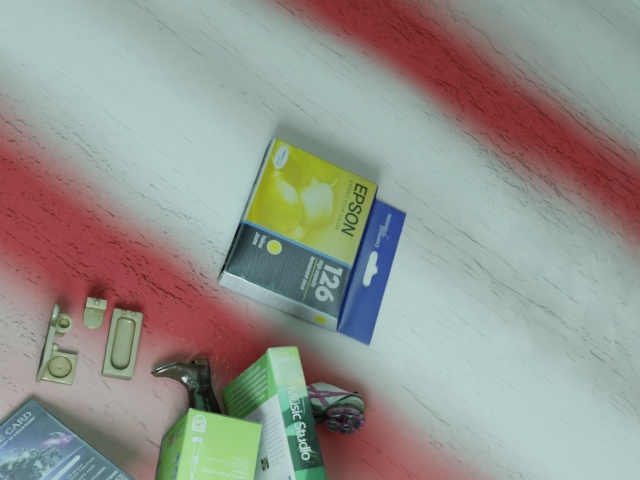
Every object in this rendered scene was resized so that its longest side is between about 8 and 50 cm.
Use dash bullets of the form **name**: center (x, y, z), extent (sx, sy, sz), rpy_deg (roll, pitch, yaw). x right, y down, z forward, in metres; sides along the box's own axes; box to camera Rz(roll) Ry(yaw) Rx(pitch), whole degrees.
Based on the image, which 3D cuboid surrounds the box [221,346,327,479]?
- **box**: center (-0.067, 0.354, 1.616), extent (0.058, 0.232, 0.322), rpy_deg (-5, 69, -27)

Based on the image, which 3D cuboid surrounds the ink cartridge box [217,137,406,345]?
- **ink cartridge box**: center (0.000, 0.000, 1.897), extent (0.307, 0.072, 0.303), rpy_deg (22, 61, -8)

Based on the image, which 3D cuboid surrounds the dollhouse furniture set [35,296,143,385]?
- **dollhouse furniture set**: center (-0.365, 0.157, 1.654), extent (0.151, 0.123, 0.144), rpy_deg (12, 63, -15)

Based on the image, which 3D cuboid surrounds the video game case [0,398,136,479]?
- **video game case**: center (-0.414, 0.375, 1.525), extent (0.274, 0.026, 0.196), rpy_deg (29, 55, 27)

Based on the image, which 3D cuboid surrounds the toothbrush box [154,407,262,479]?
- **toothbrush box**: center (-0.191, 0.423, 1.553), extent (0.122, 0.206, 0.283), rpy_deg (16, 62, -14)

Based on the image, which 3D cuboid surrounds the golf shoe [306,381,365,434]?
- **golf shoe**: center (-0.015, 0.282, 1.773), extent (0.186, 0.067, 0.086), rpy_deg (13, 31, -10)

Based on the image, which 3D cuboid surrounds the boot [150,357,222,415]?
- **boot**: center (-0.224, 0.260, 1.715), extent (0.106, 0.037, 0.114), rpy_deg (-8, 75, -21)
